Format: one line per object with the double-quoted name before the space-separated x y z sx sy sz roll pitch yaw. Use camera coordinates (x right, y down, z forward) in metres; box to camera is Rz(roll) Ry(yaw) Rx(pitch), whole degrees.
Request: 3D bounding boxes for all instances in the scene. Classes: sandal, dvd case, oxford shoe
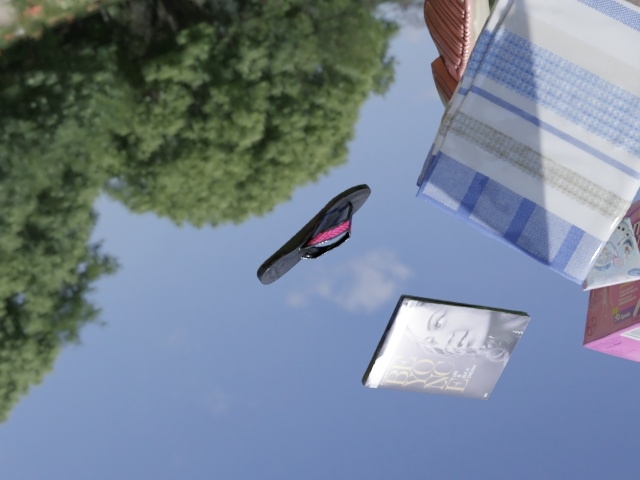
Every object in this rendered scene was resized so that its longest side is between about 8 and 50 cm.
"sandal" 0.000 0.000 1.442 0.179 0.040 0.067 -42 157 -9
"dvd case" 0.189 0.163 1.749 0.221 0.164 0.018 10 -150 -24
"oxford shoe" 0.276 -0.363 2.066 0.147 0.140 0.397 -26 156 -6

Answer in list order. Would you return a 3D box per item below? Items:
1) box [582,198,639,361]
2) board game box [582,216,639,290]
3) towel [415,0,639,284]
"box" 0.567 0.065 2.022 0.117 0.242 0.213 16 162 -10
"board game box" 0.405 0.019 1.654 0.090 0.090 0.020 -10 166 -8
"towel" 0.229 -0.119 1.138 0.209 0.285 0.034 30 -151 13
